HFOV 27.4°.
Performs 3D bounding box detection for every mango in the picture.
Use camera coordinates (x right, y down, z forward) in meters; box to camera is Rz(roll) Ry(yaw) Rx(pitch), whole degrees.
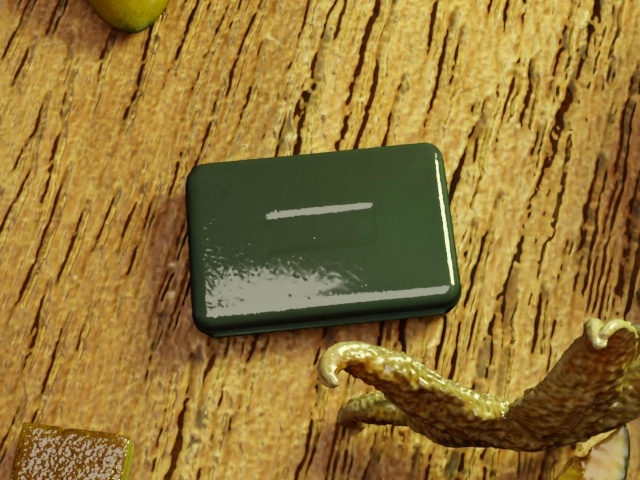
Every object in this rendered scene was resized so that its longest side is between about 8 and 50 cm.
[{"bbox_3d":[-0.192,-0.277,1.242,0.111,0.089,0.163,-41,81,0],"label":"mango"}]

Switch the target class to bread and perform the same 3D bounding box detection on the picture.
[{"bbox_3d":[-0.207,0.201,1.079,0.094,0.035,0.090,6,69,5],"label":"bread"}]

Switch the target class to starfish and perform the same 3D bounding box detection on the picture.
[{"bbox_3d":[0.160,0.110,0.979,0.375,0.327,0.094,-14,78,32],"label":"starfish"}]

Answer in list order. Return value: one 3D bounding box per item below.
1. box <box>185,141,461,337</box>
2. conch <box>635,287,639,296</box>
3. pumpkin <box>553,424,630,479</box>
[{"bbox_3d":[0.000,0.000,1.139,0.230,0.050,0.160,-6,68,1],"label":"box"},{"bbox_3d":[0.350,0.113,1.040,0.234,0.137,0.114,14,96,18],"label":"conch"},{"bbox_3d":[0.111,0.259,0.984,0.190,0.139,0.280,14,69,6],"label":"pumpkin"}]
